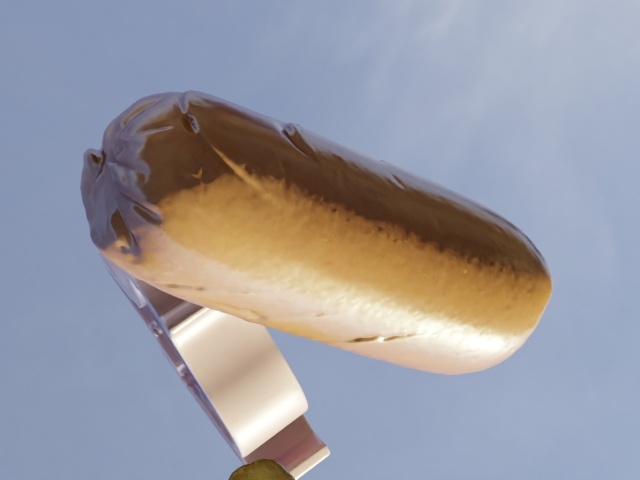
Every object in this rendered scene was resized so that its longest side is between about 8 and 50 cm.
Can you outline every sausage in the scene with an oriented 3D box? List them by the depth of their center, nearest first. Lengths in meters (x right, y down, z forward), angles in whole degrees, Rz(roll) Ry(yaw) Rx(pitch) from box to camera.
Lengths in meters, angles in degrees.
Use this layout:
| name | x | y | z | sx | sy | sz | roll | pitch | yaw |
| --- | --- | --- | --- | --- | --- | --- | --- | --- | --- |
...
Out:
| name | x | y | z | sx | sy | sz | roll | pitch | yaw |
| --- | --- | --- | --- | --- | --- | --- | --- | --- | --- |
| sausage | -0.001 | 0.000 | 0.827 | 0.304 | 0.121 | 0.121 | 20 | -113 | -34 |

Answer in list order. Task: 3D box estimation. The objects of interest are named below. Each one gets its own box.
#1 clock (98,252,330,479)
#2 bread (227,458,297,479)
| name | x | y | z | sx | sy | sz | roll | pitch | yaw |
| --- | --- | --- | --- | --- | --- | --- | --- | --- | --- |
| clock | -0.124 | 0.063 | 1.290 | 0.080 | 0.290 | 0.275 | -34 | -45 | -11 |
| bread | -0.058 | 0.279 | 1.098 | 0.149 | 0.065 | 0.187 | -21 | -112 | -9 |
